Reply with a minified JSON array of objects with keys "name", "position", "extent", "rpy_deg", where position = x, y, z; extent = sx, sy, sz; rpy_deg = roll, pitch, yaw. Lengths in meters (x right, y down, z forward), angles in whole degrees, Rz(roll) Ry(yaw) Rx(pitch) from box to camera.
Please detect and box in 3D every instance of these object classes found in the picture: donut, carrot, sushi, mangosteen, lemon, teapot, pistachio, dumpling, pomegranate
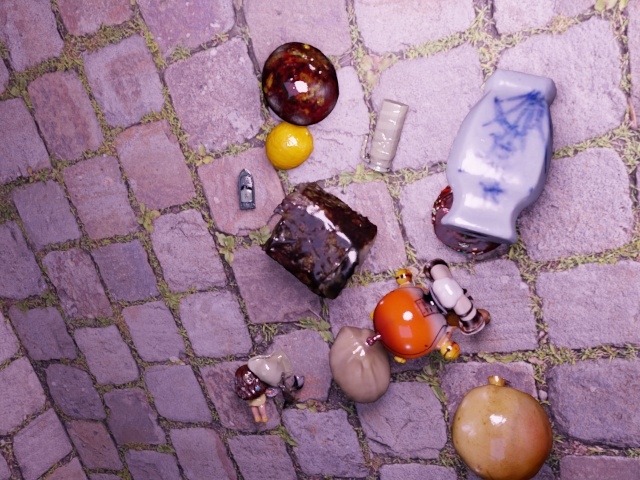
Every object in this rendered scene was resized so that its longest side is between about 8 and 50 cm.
[{"name":"donut","position":[0.437,-0.077,1.359],"extent":[0.235,0.089,0.235],"rpy_deg":[8,113,18]},{"name":"carrot","position":[0.419,0.250,1.514],"extent":[0.247,0.059,0.059],"rpy_deg":[-7,107,27]},{"name":"sushi","position":[-0.001,-0.002,1.448],"extent":[0.294,0.299,0.281],"rpy_deg":[34,96,4]},{"name":"mangosteen","position":[-0.076,-0.433,1.366],"extent":[0.231,0.231,0.289],"rpy_deg":[59,148,-8]},{"name":"lemon","position":[-0.100,-0.290,1.455],"extent":[0.142,0.142,0.187],"rpy_deg":[47,135,-1]},{"name":"teapot","position":[0.179,-0.307,1.377],"extent":[0.107,0.077,0.201],"rpy_deg":[20,116,17]},{"name":"pistachio","position":[0.136,0.436,1.620],"extent":[0.226,0.207,0.332],"rpy_deg":[36,149,55]},{"name":"dumpling","position":[-0.185,0.480,1.814],"extent":[0.169,0.100,0.134],"rpy_deg":[40,95,-1]},{"name":"pomegranate","position":[0.558,0.581,1.464],"extent":[0.319,0.319,0.319],"rpy_deg":[7,112,18]}]

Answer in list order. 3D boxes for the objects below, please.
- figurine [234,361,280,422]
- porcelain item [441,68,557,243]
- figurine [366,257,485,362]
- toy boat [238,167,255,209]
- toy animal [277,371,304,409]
[{"name":"figurine","position":[-0.263,0.601,1.876],"extent":[0.174,0.116,0.240],"rpy_deg":[-13,105,25]},{"name":"porcelain item","position":[0.451,-0.206,1.191],"extent":[0.242,0.178,0.405],"rpy_deg":[17,88,15]},{"name":"figurine","position":[0.298,0.230,1.444],"extent":[0.323,0.196,0.320],"rpy_deg":[-39,63,16]},{"name":"toy boat","position":[-0.251,-0.176,1.606],"extent":[0.055,0.060,0.141],"rpy_deg":[-3,105,-3]},{"name":"toy animal","position":[-0.121,0.589,1.831],"extent":[0.105,0.070,0.203],"rpy_deg":[6,124,-11]}]
